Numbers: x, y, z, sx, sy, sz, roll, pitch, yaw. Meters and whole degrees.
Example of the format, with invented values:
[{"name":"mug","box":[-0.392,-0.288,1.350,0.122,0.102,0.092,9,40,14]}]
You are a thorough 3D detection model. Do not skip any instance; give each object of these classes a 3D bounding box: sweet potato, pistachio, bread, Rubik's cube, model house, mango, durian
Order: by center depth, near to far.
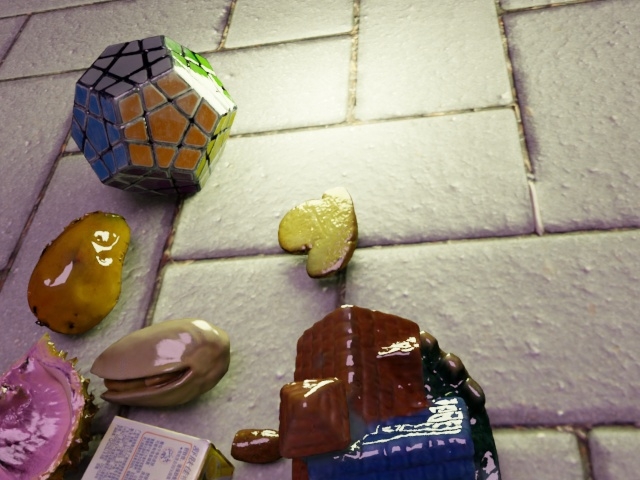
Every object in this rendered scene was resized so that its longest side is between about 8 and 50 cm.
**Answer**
[{"name":"model house","box":[0.077,0.202,0.763,0.251,0.329,0.295,-9,51,12]},{"name":"sweet potato","box":[-0.066,0.289,0.918,0.117,0.049,0.049,0,50,1]},{"name":"durian","box":[-0.434,0.320,0.949,0.191,0.112,0.341,23,68,19]},{"name":"pistachio","box":[-0.241,0.189,0.995,0.223,0.126,0.152,-18,15,6]},{"name":"bread","box":[0.000,0.000,1.130,0.149,0.065,0.188,-16,51,16]},{"name":"mango","box":[-0.416,0.049,1.154,0.156,0.151,0.249,24,48,-6]},{"name":"Rubik's cube","box":[-0.321,-0.235,1.270,0.319,0.319,0.264,27,36,32]}]

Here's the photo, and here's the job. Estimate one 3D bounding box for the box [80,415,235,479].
[{"name":"box","box":[-0.244,0.383,0.846,0.168,0.097,0.265,6,54,19]}]
